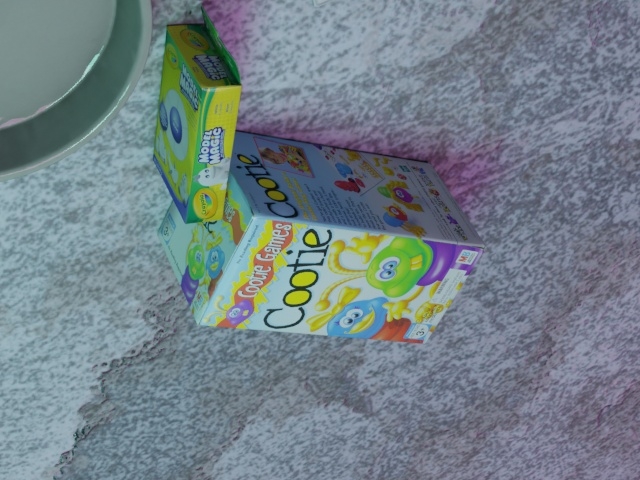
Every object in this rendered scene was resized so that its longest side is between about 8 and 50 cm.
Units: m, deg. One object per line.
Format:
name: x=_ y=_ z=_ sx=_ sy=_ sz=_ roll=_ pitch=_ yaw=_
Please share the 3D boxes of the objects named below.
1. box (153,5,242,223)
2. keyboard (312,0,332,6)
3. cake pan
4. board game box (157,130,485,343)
box: x=-0.113 y=-0.116 z=1.349 sx=0.043 sy=0.105 sz=0.179 roll=-7 pitch=132 yaw=-24
keyboard: x=0.105 y=-0.291 z=1.369 sx=0.256 sy=0.014 sz=0.072 roll=-23 pitch=137 yaw=-7
cake pan: x=-0.288 y=-0.175 z=1.236 sx=0.293 sy=0.054 sz=0.293 roll=-15 pitch=135 yaw=-16
board game box: x=0.000 y=0.000 z=1.491 sx=0.275 sy=0.144 sz=0.142 roll=8 pitch=126 yaw=-33
